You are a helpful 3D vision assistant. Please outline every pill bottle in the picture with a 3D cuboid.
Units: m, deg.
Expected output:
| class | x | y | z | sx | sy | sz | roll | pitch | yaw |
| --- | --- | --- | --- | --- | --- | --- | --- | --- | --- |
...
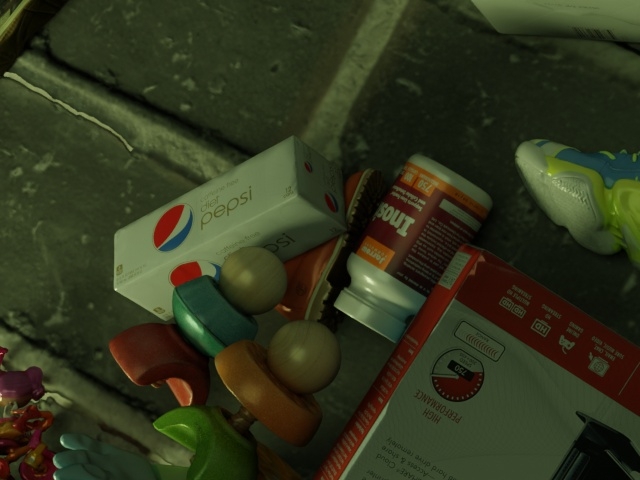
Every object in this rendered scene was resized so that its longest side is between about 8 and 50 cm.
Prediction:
| class | x | y | z | sx | sy | sz | roll | pitch | yaw |
| --- | --- | --- | --- | --- | --- | --- | --- | --- | --- |
| pill bottle | 0.078 | 0.008 | 1.520 | 0.086 | 0.086 | 0.152 | 30 | 89 | 26 |

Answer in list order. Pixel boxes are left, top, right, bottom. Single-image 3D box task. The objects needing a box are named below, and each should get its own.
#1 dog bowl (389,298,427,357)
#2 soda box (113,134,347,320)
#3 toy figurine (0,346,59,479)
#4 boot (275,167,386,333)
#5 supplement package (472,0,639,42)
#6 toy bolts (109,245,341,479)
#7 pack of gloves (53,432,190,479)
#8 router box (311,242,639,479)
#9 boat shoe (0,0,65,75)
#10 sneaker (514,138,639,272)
| class | x | y | z | sx | sy | sz | roll | pitch | yaw |
| --- | --- | --- | --- | --- | --- | --- | --- | --- | --- |
| dog bowl | 0.072 | 0.174 | 1.445 | 0.074 | 0.166 | 0.297 | 29 | 88 | 14 |
| soda box | -0.083 | -0.009 | 1.564 | 0.216 | 0.074 | 0.069 | -27 | 49 | 28 |
| toy figurine | -0.304 | 0.168 | 1.633 | 0.173 | 0.130 | 0.159 | -1 | 65 | 0 |
| boot | 0.000 | 0.000 | 1.572 | 0.085 | 0.059 | 0.158 | 24 | 87 | 30 |
| supplement package | 0.241 | -0.288 | 1.495 | 0.194 | 0.149 | 0.203 | 8 | 80 | 24 |
| toy bolts | -0.046 | 0.117 | 1.488 | 0.158 | 0.218 | 0.228 | -45 | 47 | 6 |
| pack of gloves | -0.098 | 0.231 | 1.338 | 0.046 | 0.232 | 0.195 | -39 | 56 | 20 |
| router box | 0.174 | 0.216 | 1.339 | 0.335 | 0.082 | 0.301 | 32 | 90 | -8 |
| boat shoe | -0.307 | -0.229 | 1.755 | 0.152 | 0.056 | 0.049 | -47 | 70 | 5 |
| sneaker | 0.283 | -0.039 | 1.463 | 0.240 | 0.091 | 0.126 | 36 | 73 | 26 |
